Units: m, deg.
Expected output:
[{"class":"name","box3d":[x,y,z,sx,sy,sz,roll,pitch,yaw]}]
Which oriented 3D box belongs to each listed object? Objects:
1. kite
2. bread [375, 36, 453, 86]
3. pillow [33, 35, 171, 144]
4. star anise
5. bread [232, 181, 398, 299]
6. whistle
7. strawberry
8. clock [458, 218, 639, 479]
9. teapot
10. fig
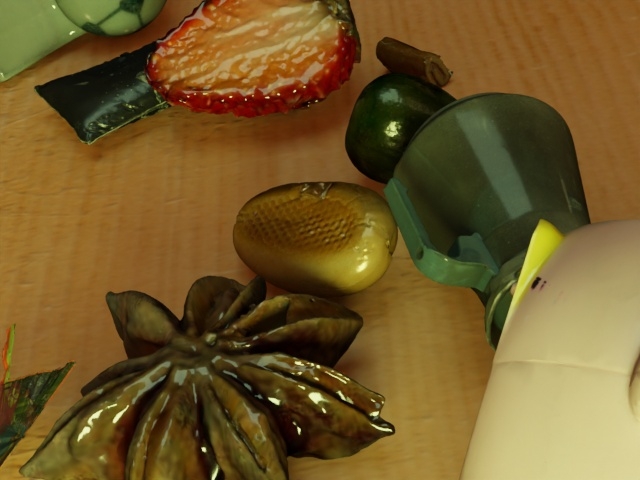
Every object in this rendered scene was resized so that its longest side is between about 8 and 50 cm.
[{"class":"kite","box3d":[-0.277,0.143,1.263,0.190,0.010,0.159,-15,57,38]},{"class":"bread","box3d":[0.102,-0.197,1.618,0.083,0.047,0.036,27,82,42]},{"class":"pillow","box3d":[-0.207,-0.181,1.668,0.208,0.055,0.141,-27,41,-22]},{"class":"star anise","box3d":[-0.102,0.128,1.203,0.315,0.108,0.315,-9,39,8]},{"class":"bread","box3d":[0.000,0.000,1.353,0.189,0.077,0.114,9,73,46]},{"class":"whistle","box3d":[-0.282,-0.306,1.773,0.163,0.163,0.290,25,51,38]},{"class":"strawberry","box3d":[-0.070,-0.194,1.611,0.237,0.111,0.190,-20,58,-1]},{"class":"clock","box3d":[0.269,0.170,0.883,0.377,0.368,0.250,19,73,12]},{"class":"teapot","box3d":[0.155,-0.012,1.257,0.203,0.171,0.225,8,36,-25]},{"class":"fig","box3d":[0.114,-0.101,1.445,0.178,0.117,0.117,12,38,-5]}]
